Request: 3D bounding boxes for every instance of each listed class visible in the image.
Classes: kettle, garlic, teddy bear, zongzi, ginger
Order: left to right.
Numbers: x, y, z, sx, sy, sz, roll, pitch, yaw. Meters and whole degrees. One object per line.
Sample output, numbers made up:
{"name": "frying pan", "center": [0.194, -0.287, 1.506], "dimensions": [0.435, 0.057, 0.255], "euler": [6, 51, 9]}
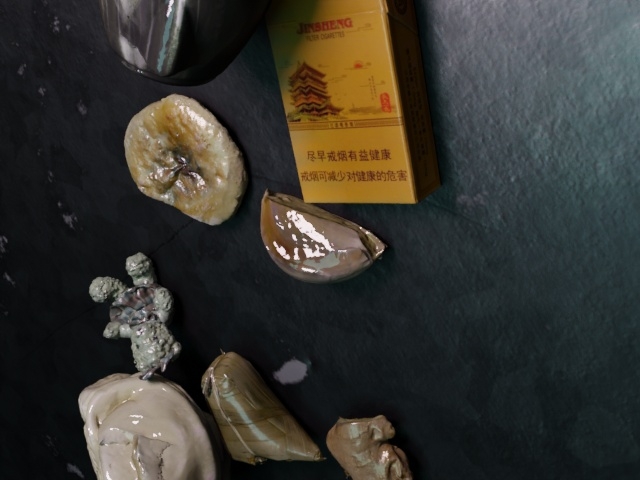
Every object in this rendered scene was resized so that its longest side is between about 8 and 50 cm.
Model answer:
{"name": "teddy bear", "center": [-0.303, 0.140, 1.414], "dimensions": [0.133, 0.111, 0.213], "euler": [-28, 74, 5]}
{"name": "kettle", "center": [-0.153, -0.350, 0.960], "dimensions": [0.228, 0.321, 0.324], "euler": [11, 123, -17]}
{"name": "zongzi", "center": [-0.092, 0.278, 1.336], "dimensions": [0.197, 0.099, 0.195], "euler": [-3, 117, 39]}
{"name": "garlic", "center": [-0.010, 0.009, 1.155], "dimensions": [0.195, 0.087, 0.101], "euler": [27, 113, 26]}
{"name": "ginger", "center": [0.086, 0.363, 1.269], "dimensions": [0.137, 0.074, 0.213], "euler": [-3, 107, 47]}

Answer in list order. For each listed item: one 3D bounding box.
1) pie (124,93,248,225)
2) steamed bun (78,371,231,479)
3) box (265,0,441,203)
{"name": "pie", "center": [-0.204, -0.130, 1.248], "dimensions": [0.218, 0.052, 0.185], "euler": [23, 119, 23]}
{"name": "steamed bun", "center": [-0.272, 0.391, 1.435], "dimensions": [0.394, 0.237, 0.347], "euler": [-145, 44, -65]}
{"name": "box", "center": [0.040, -0.183, 1.024], "dimensions": [0.174, 0.076, 0.274], "euler": [2, 113, 34]}
